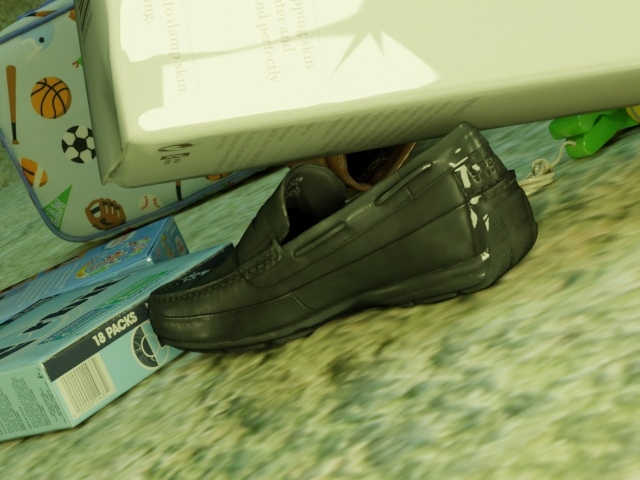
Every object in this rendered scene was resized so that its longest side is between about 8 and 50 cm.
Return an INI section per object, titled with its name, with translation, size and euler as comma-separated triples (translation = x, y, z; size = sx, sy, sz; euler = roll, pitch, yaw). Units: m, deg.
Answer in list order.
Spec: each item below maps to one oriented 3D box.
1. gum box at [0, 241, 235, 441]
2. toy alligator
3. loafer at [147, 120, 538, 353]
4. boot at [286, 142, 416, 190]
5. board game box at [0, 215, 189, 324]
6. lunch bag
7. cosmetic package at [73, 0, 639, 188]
[gum box]
translation = -0.151, 0.066, 0.940
size = 0.184, 0.041, 0.157
euler = -15, 13, 42
[toy alligator]
translation = 0.161, -0.084, 0.947
size = 0.189, 0.051, 0.056
euler = -32, 11, -38
[loafer]
translation = 0.000, 0.000, 0.799
size = 0.223, 0.078, 0.076
euler = -18, 11, 37
[boot]
translation = 0.028, -0.174, 1.210
size = 0.109, 0.283, 0.220
euler = 16, 6, -16
[board game box]
translation = -0.199, 0.052, 1.151
size = 0.211, 0.039, 0.160
euler = -24, 9, 5
[lunch bag]
translation = -0.162, -0.151, 1.563
size = 0.303, 0.243, 0.115
euler = -24, 9, 11
[cosmetic package]
translation = 0.076, -0.162, 0.768
size = 0.385, 0.217, 0.156
euler = -8, -4, -11
